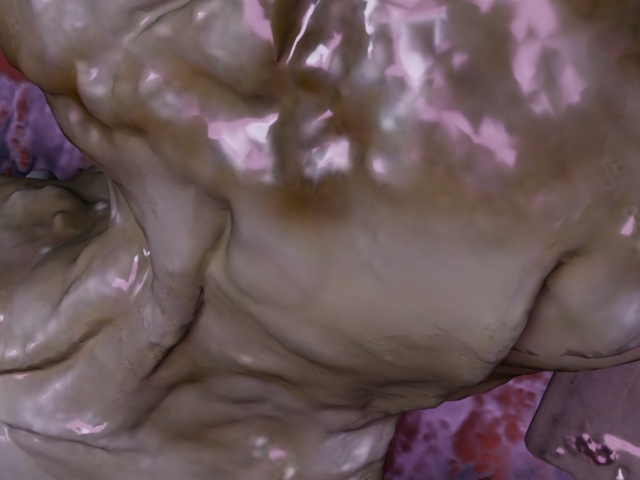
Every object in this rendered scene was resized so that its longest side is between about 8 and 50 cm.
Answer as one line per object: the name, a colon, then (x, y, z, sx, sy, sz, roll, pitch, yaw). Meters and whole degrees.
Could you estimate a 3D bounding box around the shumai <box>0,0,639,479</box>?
shumai: (0.000, 0.000, 0.565, 0.330, 0.292, 0.288, 26, 93, 18)

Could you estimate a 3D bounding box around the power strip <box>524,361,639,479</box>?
power strip: (0.173, 0.000, 0.657, 0.092, 0.034, 0.268, 25, 112, 11)

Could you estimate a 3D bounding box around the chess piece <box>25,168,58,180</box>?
chess piece: (-0.157, -0.001, 0.738, 0.271, 0.139, 0.139, 19, 111, 0)
